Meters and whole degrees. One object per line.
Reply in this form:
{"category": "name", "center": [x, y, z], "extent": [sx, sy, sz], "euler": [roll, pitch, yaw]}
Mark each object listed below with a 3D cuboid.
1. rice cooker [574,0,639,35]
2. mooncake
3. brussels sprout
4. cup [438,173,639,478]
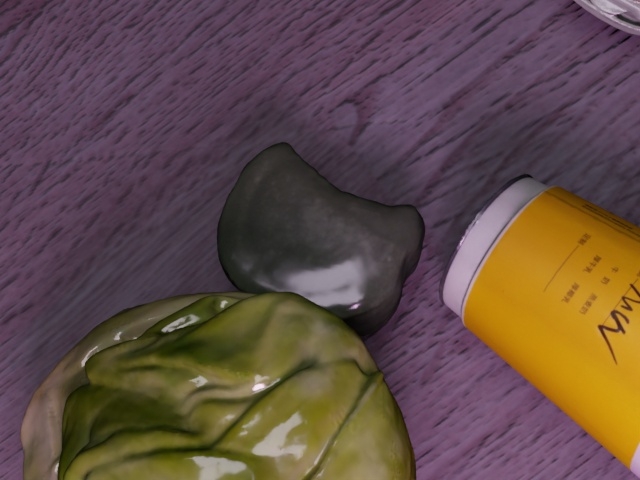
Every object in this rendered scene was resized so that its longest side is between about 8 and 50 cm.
{"category": "rice cooker", "center": [0.300, -0.279, 1.278], "extent": [0.145, 0.127, 0.206], "euler": [35, 72, 14]}
{"category": "mooncake", "center": [0.000, 0.000, 1.243], "extent": [0.168, 0.104, 0.175], "euler": [-28, 71, 1]}
{"category": "brussels sprout", "center": [-0.071, 0.173, 1.107], "extent": [0.328, 0.247, 0.328], "euler": [-13, 36, 9]}
{"category": "cup", "center": [0.241, 0.075, 1.163], "extent": [0.279, 0.196, 0.196], "euler": [34, 80, 22]}
